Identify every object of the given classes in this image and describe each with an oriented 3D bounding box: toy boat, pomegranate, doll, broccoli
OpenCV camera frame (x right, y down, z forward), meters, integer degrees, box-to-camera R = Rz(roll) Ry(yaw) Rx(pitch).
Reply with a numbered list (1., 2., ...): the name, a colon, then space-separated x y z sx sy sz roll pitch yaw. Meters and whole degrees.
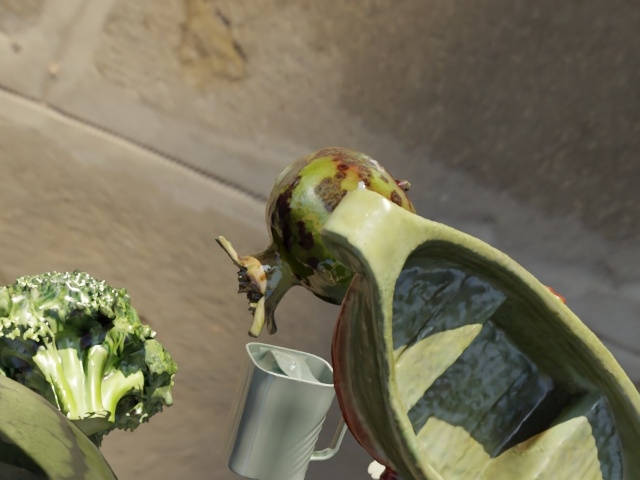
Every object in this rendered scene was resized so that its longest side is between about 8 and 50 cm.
1. toy boat: 0.055 0.052 0.528 0.185 0.071 0.089 46 76 -20
2. pomegranate: 0.002 -0.003 1.449 0.169 0.148 0.148 -25 84 14
3. doll: 0.073 0.272 1.818 0.040 0.058 0.085 -34 112 -7
4. broccoli: -0.266 0.127 1.724 0.198 0.226 0.176 -39 73 0

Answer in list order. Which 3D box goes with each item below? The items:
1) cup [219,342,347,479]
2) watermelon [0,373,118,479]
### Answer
1. cup: -0.030 0.183 1.764 0.128 0.095 0.129 13 104 -18
2. watermelon: -0.221 0.232 0.874 0.279 0.279 0.359 -7 54 -1
